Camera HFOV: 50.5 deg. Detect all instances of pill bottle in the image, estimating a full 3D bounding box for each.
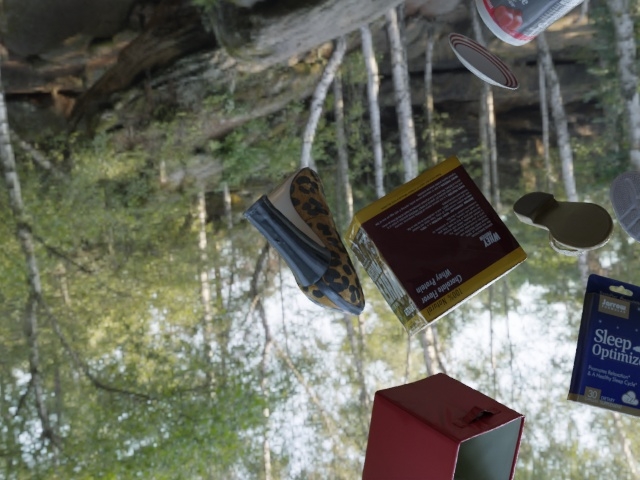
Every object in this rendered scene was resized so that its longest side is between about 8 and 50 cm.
[{"bbox_3d":[0.486,-0.560,1.393,0.176,0.176,0.318,-8,165,-34],"label":"pill bottle"}]

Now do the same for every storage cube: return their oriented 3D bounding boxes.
[{"bbox_3d":[0.210,0.362,1.180,0.183,0.215,0.193,-6,-162,-40],"label":"storage cube"}]

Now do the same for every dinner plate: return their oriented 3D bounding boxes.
[{"bbox_3d":[0.262,-0.288,1.103,0.141,0.017,0.141,22,-143,-18],"label":"dinner plate"}]

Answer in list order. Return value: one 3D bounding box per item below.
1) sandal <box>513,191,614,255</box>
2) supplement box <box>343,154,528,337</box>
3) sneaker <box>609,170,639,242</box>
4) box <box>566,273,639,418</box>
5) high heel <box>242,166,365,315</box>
[{"bbox_3d":[0.413,-0.015,1.121,0.088,0.079,0.240,-40,-156,-1],"label":"sandal"},{"bbox_3d":[0.173,0.012,1.059,0.191,0.194,0.129,-31,168,-14],"label":"supplement box"},{"bbox_3d":[0.743,-0.003,1.457,0.124,0.321,0.180,-39,159,13],"label":"sneaker"},{"bbox_3d":[0.506,0.178,1.157,0.136,0.225,0.036,15,169,-8],"label":"box"},{"bbox_3d":[0.000,0.000,0.906,0.093,0.186,0.261,-42,-176,19],"label":"high heel"}]
